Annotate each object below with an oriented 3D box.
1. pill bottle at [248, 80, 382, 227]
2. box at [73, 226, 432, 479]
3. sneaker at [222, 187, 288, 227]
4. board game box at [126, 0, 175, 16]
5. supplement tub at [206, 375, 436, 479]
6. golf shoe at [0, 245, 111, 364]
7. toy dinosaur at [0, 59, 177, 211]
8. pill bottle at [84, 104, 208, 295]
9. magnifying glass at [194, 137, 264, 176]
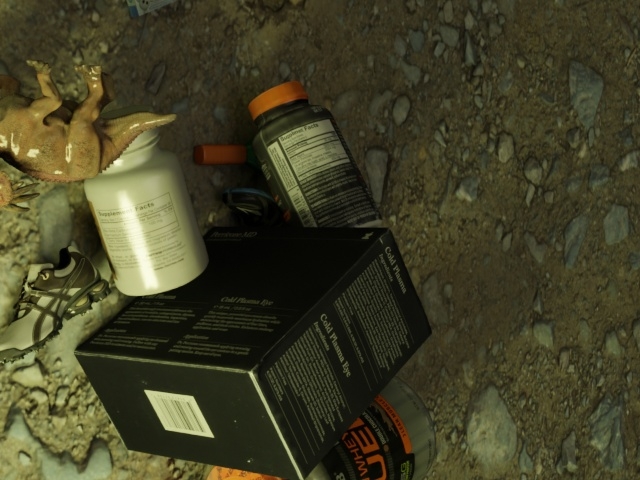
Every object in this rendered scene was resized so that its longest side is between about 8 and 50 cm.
[{"bbox_3d":[-0.017,-0.107,2.001,0.130,0.130,0.246,-15,77,-47],"label":"pill bottle"},{"bbox_3d":[-0.087,0.136,1.840,0.312,0.343,0.179,-45,122,-37],"label":"box"},{"bbox_3d":[-0.085,-0.011,2.044,0.188,0.067,0.078,54,48,-39],"label":"sneaker"},{"bbox_3d":[-0.235,-0.363,1.888,0.090,0.020,0.090,-33,116,-43],"label":"board game box"},{"bbox_3d":[0.001,0.337,2.056,0.338,0.207,0.207,-25,111,-45],"label":"supplement tub"},{"bbox_3d":[-0.360,0.082,1.742,0.198,0.077,0.094,-44,109,-43],"label":"golf shoe"},{"bbox_3d":[-0.331,-0.114,1.670,0.295,0.127,0.200,2,93,-24],"label":"toy dinosaur"},{"bbox_3d":[-0.238,-0.055,1.817,0.131,0.131,0.229,-34,117,-43],"label":"pill bottle"},{"bbox_3d":[-0.098,-0.129,2.055,0.231,0.026,0.092,-5,96,-48],"label":"magnifying glass"}]
